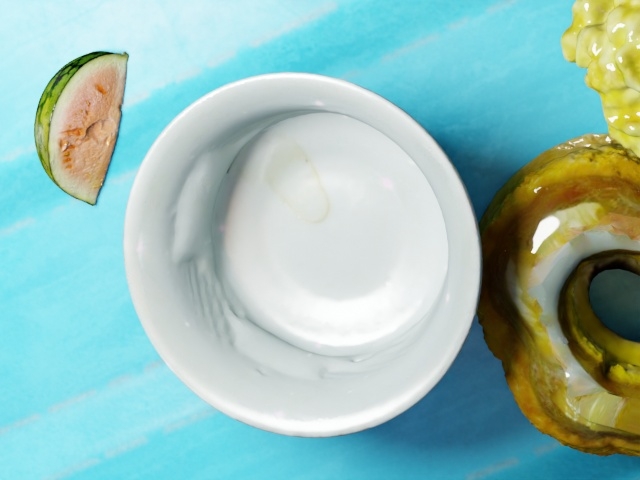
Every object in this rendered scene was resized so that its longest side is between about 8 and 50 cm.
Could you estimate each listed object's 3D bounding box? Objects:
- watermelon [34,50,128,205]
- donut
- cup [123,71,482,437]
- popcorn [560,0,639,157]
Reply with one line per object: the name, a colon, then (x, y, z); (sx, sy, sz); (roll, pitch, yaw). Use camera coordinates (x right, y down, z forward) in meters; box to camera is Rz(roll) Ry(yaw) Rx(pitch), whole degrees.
watermelon: (-0.258, -0.122, 1.785); (0.069, 0.087, 0.163); (26, 107, 41)
donut: (0.295, 0.064, 1.678); (0.330, 0.160, 0.330); (5, 108, 14)
cup: (0.000, 0.000, 1.699); (0.347, 0.163, 0.347); (4, 104, 16)
popcorn: (0.345, -0.169, 1.598); (0.235, 0.217, 0.181); (17, 138, 31)
